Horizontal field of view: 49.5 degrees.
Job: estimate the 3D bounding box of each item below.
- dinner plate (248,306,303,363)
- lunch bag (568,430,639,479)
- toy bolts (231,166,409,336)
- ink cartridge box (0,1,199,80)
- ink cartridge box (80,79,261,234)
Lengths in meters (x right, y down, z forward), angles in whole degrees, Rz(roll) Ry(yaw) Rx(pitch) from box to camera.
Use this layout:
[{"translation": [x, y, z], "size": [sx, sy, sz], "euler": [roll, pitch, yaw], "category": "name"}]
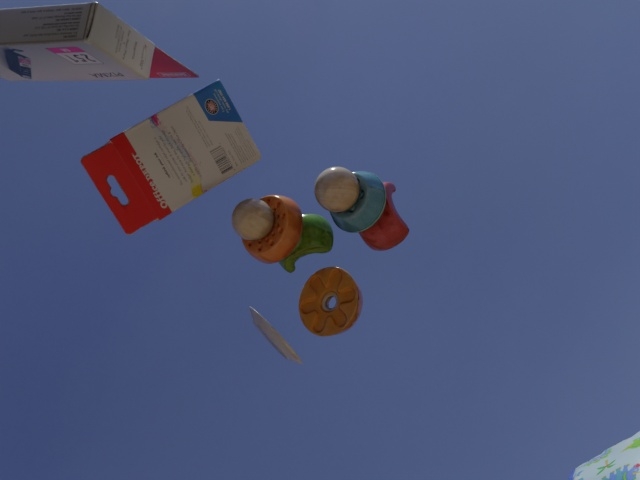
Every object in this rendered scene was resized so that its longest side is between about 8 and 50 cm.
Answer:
[{"translation": [-0.085, 0.175, 1.250], "size": [0.017, 0.141, 0.141], "euler": [-42, -41, -13], "category": "dinner plate"}, {"translation": [0.256, 0.190, 0.505], "size": [0.129, 0.151, 0.096], "euler": [-36, -76, 16], "category": "lunch bag"}, {"translation": [0.000, 0.000, 0.958], "size": [0.228, 0.218, 0.158], "euler": [-33, -32, 22], "category": "toy bolts"}, {"translation": [-0.356, -0.259, 1.012], "size": [0.239, 0.275, 0.060], "euler": [27, -110, -64], "category": "ink cartridge box"}, {"translation": [-0.221, -0.122, 1.028], "size": [0.231, 0.078, 0.134], "euler": [-32, -74, -15], "category": "ink cartridge box"}]
